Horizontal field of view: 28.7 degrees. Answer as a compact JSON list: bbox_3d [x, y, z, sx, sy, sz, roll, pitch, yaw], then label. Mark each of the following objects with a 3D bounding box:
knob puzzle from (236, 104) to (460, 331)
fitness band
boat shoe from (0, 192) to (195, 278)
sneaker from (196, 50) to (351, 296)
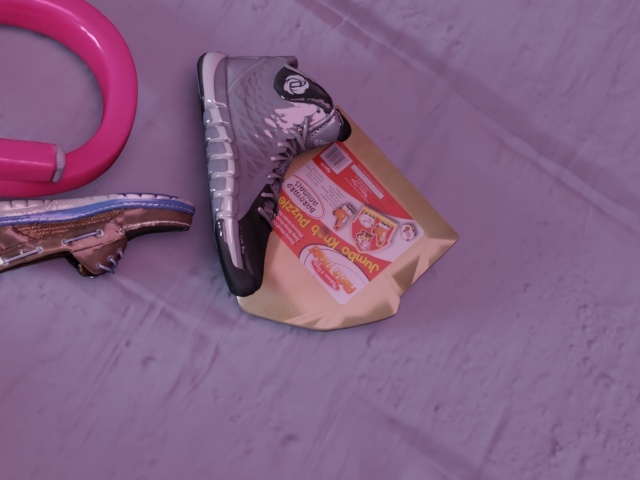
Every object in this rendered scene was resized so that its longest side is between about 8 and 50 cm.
[{"bbox_3d":[0.000,0.000,1.140,0.213,0.030,0.213,1,75,-5],"label":"knob puzzle"},{"bbox_3d":[-0.292,-0.138,1.028,0.290,0.054,0.209,7,57,-23],"label":"fitness band"},{"bbox_3d":[-0.196,-0.002,1.061,0.183,0.066,0.066,-5,83,-10],"label":"boat shoe"},{"bbox_3d":[-0.034,-0.067,1.096,0.132,0.086,0.229,-6,73,-5],"label":"sneaker"}]
